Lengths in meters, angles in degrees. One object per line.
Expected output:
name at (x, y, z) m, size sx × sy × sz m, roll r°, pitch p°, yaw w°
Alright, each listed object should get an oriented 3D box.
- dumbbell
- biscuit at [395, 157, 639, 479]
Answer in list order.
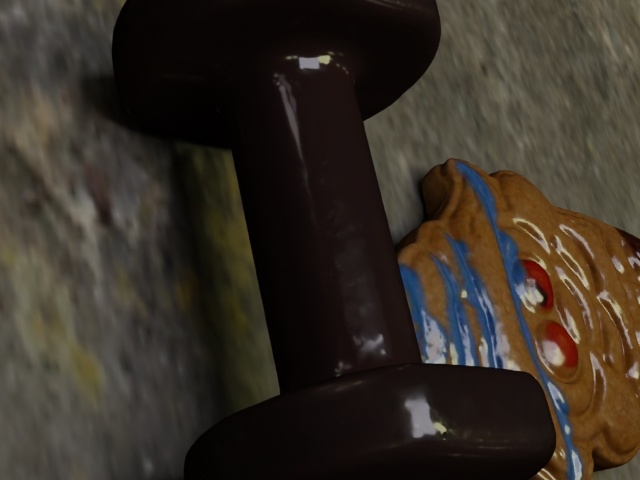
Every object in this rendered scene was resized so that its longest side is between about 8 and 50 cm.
dumbbell at (0.000, 0.000, 0.557) m, size 0.140 × 0.124 × 0.225 m, roll 7°, pitch 61°, yaw -42°
biscuit at (0.112, 0.042, 0.712) m, size 0.280 × 0.043 × 0.183 m, roll -8°, pitch 74°, yaw -43°
